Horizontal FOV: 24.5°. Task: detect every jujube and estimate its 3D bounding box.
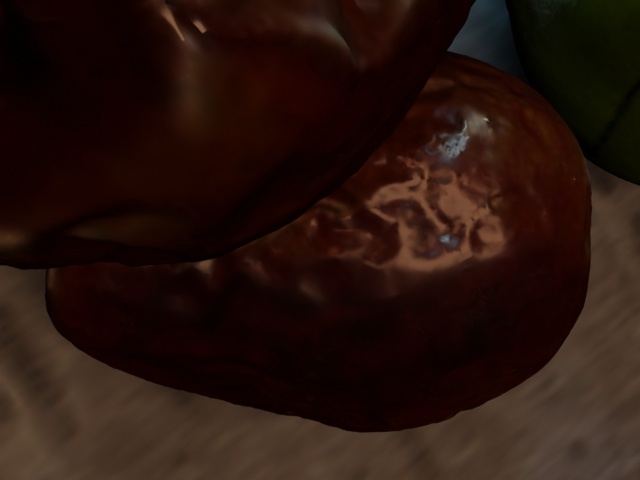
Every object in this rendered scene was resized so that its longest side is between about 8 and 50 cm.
[{"bbox_3d":[-0.060,-0.158,0.567,0.276,0.276,0.377,49,38,-17],"label":"jujube"},{"bbox_3d":[0.000,0.000,0.707,0.255,0.190,0.190,3,96,-2],"label":"jujube"}]

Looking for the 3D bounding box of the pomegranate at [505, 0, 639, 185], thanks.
[{"bbox_3d":[0.207,-0.154,0.728,0.254,0.254,0.270,1,82,-19],"label":"pomegranate"}]
